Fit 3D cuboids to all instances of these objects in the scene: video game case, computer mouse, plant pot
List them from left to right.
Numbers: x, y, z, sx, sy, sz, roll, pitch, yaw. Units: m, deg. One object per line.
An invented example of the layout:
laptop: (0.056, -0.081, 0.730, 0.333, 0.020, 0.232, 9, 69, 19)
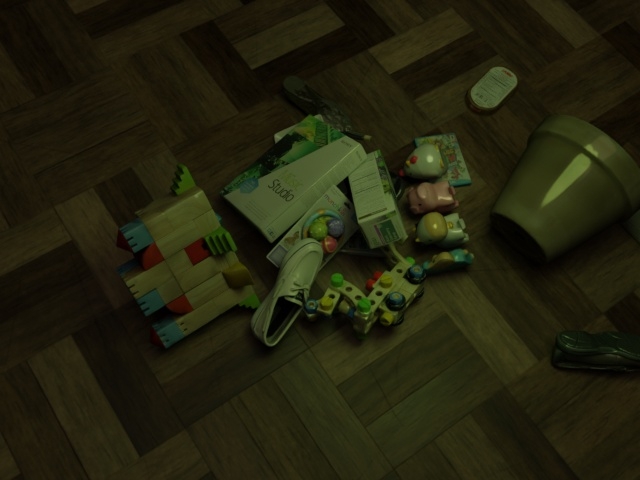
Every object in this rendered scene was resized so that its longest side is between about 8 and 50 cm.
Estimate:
video game case: (0.107, -0.035, 1.782, 0.143, 0.019, 0.157, 5, 64, -2)
computer mouse: (0.116, -0.188, 1.820, 0.262, 0.060, 0.184, 17, 74, 22)
video game case: (0.334, -0.217, 1.892, 0.119, 0.015, 0.166, -9, 65, -9)
plant pot: (0.588, -0.100, 1.722, 0.323, 0.323, 0.280, 43, 85, 15)

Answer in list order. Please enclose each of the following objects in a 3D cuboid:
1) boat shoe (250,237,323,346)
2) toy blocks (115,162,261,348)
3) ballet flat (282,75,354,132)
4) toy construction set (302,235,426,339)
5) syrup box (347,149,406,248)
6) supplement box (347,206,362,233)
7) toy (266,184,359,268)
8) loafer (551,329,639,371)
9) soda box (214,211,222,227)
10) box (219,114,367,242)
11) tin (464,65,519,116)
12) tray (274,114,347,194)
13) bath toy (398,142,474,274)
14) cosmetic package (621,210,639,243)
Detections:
boat shoe: (-0.068, 0.121, 1.592, 0.096, 0.088, 0.267, 35, 89, -32)
toy blocks: (-0.329, 0.059, 1.552, 0.261, 0.381, 0.191, -32, 29, -16)
ballet flat: (-0.008, -0.363, 1.920, 0.250, 0.058, 0.084, 40, 70, 9)
toy construction set: (0.125, 0.097, 1.656, 0.215, 0.151, 0.327, 24, 63, 24)
syrup box: (0.131, -0.100, 1.648, 0.096, 0.093, 0.236, -21, 41, 10)
supplement box: (0.073, -0.053, 1.746, 0.083, 0.055, 0.043, 10, 64, 0)
toy: (0.000, 0.000, 1.656, 0.237, 0.137, 0.056, -45, 31, 0)
loafer: (0.684, 0.272, 1.657, 0.268, 0.084, 0.096, 7, 32, -5)
soda box: (-0.334, 0.009, 1.693, 0.067, 0.071, 0.210, 38, 67, 13)
box: (-0.072, -0.162, 1.718, 0.322, 0.058, 0.232, -41, 44, -10)
tin: (0.499, -0.435, 2.004, 0.106, 0.040, 0.189, 41, 67, 10)
tray: (-0.026, -0.198, 1.817, 0.145, 0.030, 0.270, -23, 61, 11)
bath toy: (0.281, -0.088, 1.762, 0.129, 0.151, 0.348, -20, 64, 22)
cosmetic package: (1.012, -0.098, 1.815, 0.385, 0.156, 0.217, -29, 69, -16)
